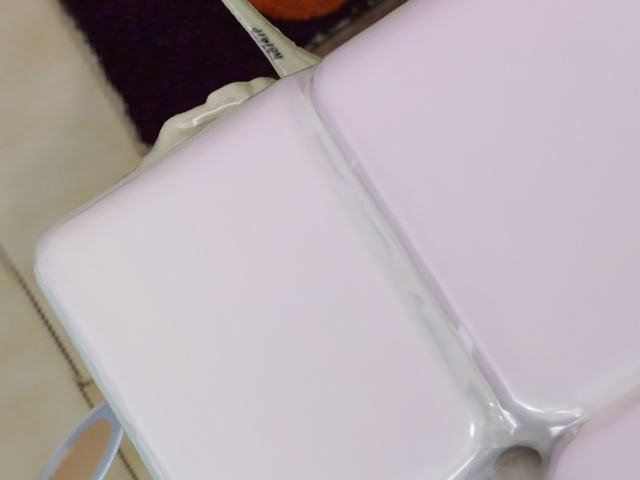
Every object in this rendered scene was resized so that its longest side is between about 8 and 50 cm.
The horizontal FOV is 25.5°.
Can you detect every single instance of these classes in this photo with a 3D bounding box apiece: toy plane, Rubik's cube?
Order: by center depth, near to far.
[{"bbox_3d":[0.154,0.055,0.454,0.319,0.322,0.316,-33,83,4],"label":"Rubik's cube"},{"bbox_3d":[-0.007,-0.118,1.081,0.108,0.092,0.286,-41,104,2],"label":"toy plane"}]

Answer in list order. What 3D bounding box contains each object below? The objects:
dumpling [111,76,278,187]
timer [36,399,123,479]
[{"bbox_3d":[0.000,0.000,0.823,0.258,0.147,0.193,28,104,-31],"label":"dumpling"},{"bbox_3d":[-0.242,0.212,0.983,0.175,0.175,0.255,26,93,-32],"label":"timer"}]
